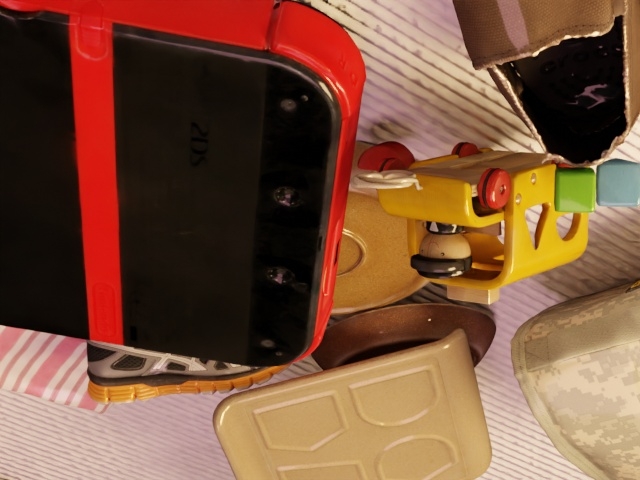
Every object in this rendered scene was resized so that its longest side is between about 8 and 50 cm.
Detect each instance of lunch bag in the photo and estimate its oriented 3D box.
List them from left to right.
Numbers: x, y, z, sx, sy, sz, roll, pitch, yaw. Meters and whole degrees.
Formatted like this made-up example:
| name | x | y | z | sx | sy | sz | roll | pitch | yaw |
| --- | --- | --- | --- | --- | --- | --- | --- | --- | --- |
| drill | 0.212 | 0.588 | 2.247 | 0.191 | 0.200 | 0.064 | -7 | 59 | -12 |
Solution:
| name | x | y | z | sx | sy | sz | roll | pitch | yaw |
| --- | --- | --- | --- | --- | --- | --- | --- | --- | --- |
| lunch bag | 0.316 | 0.108 | 1.321 | 0.235 | 0.169 | 0.287 | -16 | 147 | 24 |

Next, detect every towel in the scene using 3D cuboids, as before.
| name | x | y | z | sx | sy | sz | roll | pitch | yaw |
| --- | --- | --- | --- | --- | --- | --- | --- | --- | --- |
| towel | -0.263 | 0.110 | 1.464 | 0.197 | 0.029 | 0.144 | 16 | 144 | -21 |

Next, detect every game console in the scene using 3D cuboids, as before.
| name | x | y | z | sx | sy | sz | roll | pitch | yaw |
| --- | --- | --- | --- | --- | --- | --- | --- | --- | --- |
| game console | -0.150 | -0.045 | 1.184 | 0.342 | 0.060 | 0.386 | 10 | 141 | 3 |

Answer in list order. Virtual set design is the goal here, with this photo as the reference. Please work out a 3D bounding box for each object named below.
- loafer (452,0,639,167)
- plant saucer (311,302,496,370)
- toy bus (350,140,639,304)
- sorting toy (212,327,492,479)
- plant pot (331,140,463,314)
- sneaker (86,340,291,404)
| name | x | y | z | sx | sy | sz | roll | pitch | yaw |
| --- | --- | --- | --- | --- | --- | --- | --- | --- | --- |
| loafer | 0.132 | -0.172 | 0.944 | 0.134 | 0.130 | 0.366 | -15 | 143 | 22 |
| plant saucer | 0.075 | 0.101 | 1.413 | 0.168 | 0.029 | 0.168 | -5 | 154 | -2 |
| toy bus | 0.111 | -0.010 | 1.125 | 0.202 | 0.104 | 0.191 | -2 | -169 | -7 |
| sorting toy | 0.043 | 0.201 | 1.442 | 0.229 | 0.041 | 0.307 | -18 | 138 | 0 |
| plant pot | 0.000 | 0.000 | 1.291 | 0.236 | 0.032 | 0.236 | 1 | 145 | 1 |
| sneaker | -0.109 | 0.088 | 1.381 | 0.215 | 0.084 | 0.083 | -10 | 100 | 9 |
